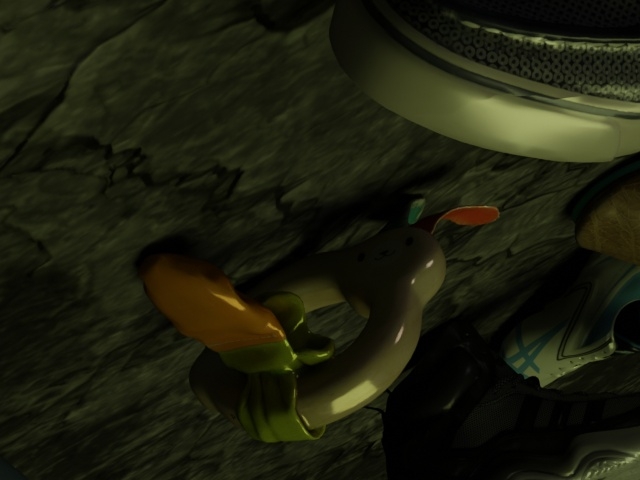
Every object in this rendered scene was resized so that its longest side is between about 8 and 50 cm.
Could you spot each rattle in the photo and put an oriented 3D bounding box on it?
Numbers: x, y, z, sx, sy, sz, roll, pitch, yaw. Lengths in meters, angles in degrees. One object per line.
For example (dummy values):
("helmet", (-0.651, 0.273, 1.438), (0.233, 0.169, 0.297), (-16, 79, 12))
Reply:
("rattle", (0.000, 0.000, 0.989), (0.200, 0.143, 0.130), (-44, -161, -18))

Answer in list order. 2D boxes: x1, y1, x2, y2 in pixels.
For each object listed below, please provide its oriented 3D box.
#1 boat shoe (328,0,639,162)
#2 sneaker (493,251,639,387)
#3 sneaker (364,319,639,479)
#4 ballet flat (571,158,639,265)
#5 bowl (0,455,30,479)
("boat shoe", (0.173, -0.131, 0.759), (0.340, 0.127, 0.158), (-5, 136, -31))
("sneaker", (0.214, 0.073, 1.481), (0.085, 0.086, 0.237), (-23, 162, -35))
("sneaker", (0.162, 0.122, 1.389), (0.269, 0.153, 0.101), (-19, 161, -5))
("ballet flat", (0.328, -0.019, 1.363), (0.342, 0.124, 0.116), (-14, 155, -46))
("bowl", (-0.237, 0.189, 0.855), (0.311, 0.163, 0.311), (-29, 163, -10))
